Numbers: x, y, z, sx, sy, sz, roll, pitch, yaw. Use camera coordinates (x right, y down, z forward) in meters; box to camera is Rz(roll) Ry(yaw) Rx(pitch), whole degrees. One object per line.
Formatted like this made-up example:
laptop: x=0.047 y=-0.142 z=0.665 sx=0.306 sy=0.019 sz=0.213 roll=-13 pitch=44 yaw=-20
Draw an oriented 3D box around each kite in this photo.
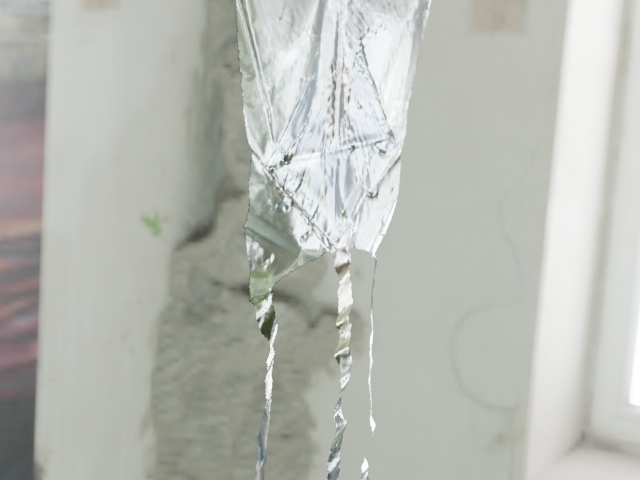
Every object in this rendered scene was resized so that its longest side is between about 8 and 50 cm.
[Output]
kite: x=-0.002 y=0.000 z=0.537 sx=0.015 sy=0.310 sz=0.169 roll=7 pitch=-174 yaw=26
